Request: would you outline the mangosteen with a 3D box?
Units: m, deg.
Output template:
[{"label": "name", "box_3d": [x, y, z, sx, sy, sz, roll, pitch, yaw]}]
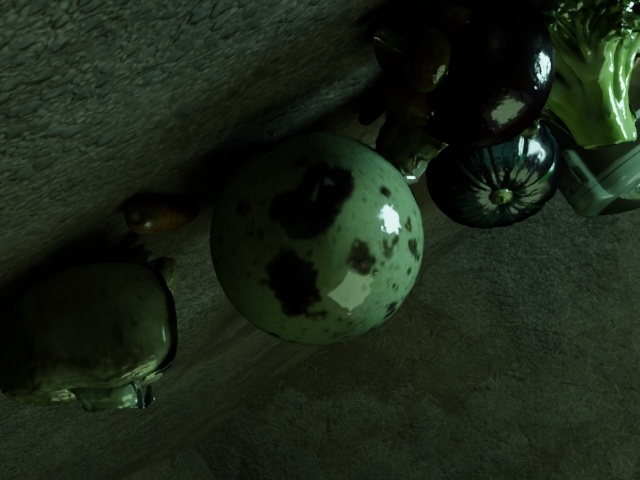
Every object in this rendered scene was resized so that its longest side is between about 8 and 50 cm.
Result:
[{"label": "mangosteen", "box_3d": [0.160, -0.219, 1.421, 0.250, 0.211, 0.211, 10, 144, -31]}]

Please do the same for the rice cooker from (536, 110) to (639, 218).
[{"label": "rice cooker", "box_3d": [0.571, -0.220, 2.273, 0.335, 0.325, 0.335, -34, 170, -7]}]

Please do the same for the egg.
[{"label": "egg", "box_3d": [0.000, 0.000, 1.584, 0.287, 0.287, 0.379, -36, 166, 9]}]

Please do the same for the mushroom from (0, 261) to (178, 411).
[{"label": "mushroom", "box_3d": [-0.313, 0.120, 1.478, 0.164, 0.190, 0.267, 6, 172, -39]}]

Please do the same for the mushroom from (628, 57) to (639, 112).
[{"label": "mushroom", "box_3d": [0.469, -0.337, 1.910, 0.189, 0.195, 0.254, -78, -168, -65]}]

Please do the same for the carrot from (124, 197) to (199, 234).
[{"label": "carrot", "box_3d": [-0.196, -0.033, 1.509, 0.047, 0.047, 0.191, -38, 171, 16]}]

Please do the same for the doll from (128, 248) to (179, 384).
[{"label": "doll", "box_3d": [-0.251, 0.123, 1.630, 0.175, 0.149, 0.278, -54, -168, -31]}]

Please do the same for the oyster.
[{"label": "oyster", "box_3d": [0.148, -0.161, 1.690, 0.166, 0.110, 0.341, -43, -174, 21]}]

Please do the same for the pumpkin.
[{"label": "pumpkin", "box_3d": [0.309, -0.155, 2.153, 0.248, 0.248, 0.248, -34, 170, -7]}]

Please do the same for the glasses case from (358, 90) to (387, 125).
[{"label": "glasses case", "box_3d": [0.086, -0.199, 1.694, 0.083, 0.023, 0.033, -42, 163, 26]}]

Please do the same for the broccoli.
[{"label": "broccoli", "box_3d": [0.352, -0.276, 1.675, 0.334, 0.324, 0.272, 4, 97, -76]}]
